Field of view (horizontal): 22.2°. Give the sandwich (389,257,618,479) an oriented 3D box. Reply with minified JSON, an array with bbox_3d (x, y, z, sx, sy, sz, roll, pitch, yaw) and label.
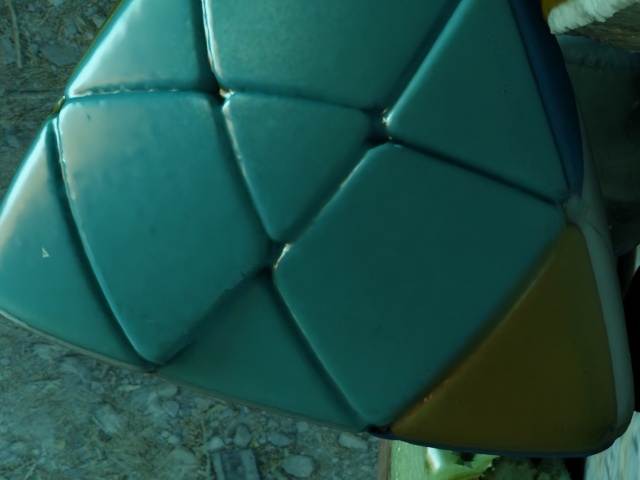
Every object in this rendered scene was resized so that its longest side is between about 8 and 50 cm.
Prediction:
[{"bbox_3d":[0.094,0.062,0.898,0.249,0.095,0.273,-83,-2,-71],"label":"sandwich"}]

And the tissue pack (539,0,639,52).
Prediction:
[{"bbox_3d":[0.123,-0.168,0.454,0.183,0.092,0.226,-87,3,-89],"label":"tissue pack"}]

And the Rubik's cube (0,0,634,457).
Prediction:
[{"bbox_3d":[0.000,0.000,0.583,0.254,0.254,0.254,-173,90,-90],"label":"Rubik's cube"}]

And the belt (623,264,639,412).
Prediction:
[{"bbox_3d":[0.127,0.033,0.578,0.083,0.036,0.059,-124,42,-87],"label":"belt"}]

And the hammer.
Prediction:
[{"bbox_3d":[0.131,-0.075,0.764,0.194,0.069,0.116,-67,-14,-59],"label":"hammer"}]
